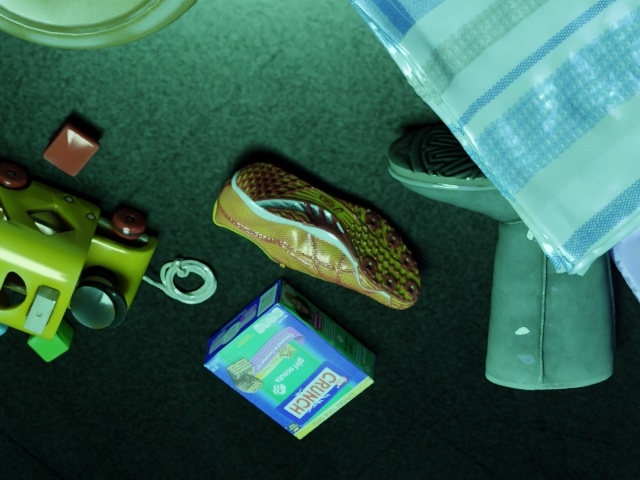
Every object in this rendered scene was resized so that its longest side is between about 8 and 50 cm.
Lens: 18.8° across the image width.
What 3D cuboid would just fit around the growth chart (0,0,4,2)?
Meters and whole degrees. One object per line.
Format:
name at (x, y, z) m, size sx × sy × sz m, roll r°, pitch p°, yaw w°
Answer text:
growth chart at (-0.278, -0.213, 1.342) m, size 0.172 × 0.021 × 0.237 m, roll 46°, pitch 143°, yaw -21°

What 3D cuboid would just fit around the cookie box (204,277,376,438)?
cookie box at (-0.024, 0.096, 1.561) m, size 0.107 × 0.040 × 0.092 m, roll 39°, pitch 119°, yaw -19°

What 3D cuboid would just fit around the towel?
towel at (0.173, -0.134, 1.345) m, size 0.209 × 0.034 × 0.285 m, roll -38°, pitch 111°, yaw 6°

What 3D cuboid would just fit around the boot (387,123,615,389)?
boot at (0.140, 0.017, 1.476) m, size 0.189 × 0.076 × 0.208 m, roll 6°, pitch 130°, yaw 4°

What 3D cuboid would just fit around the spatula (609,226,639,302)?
spatula at (0.332, 0.096, 1.525) m, size 0.084 × 0.030 × 0.296 m, roll -28°, pitch 117°, yaw 20°

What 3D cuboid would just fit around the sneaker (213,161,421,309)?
sneaker at (0.000, 0.000, 1.491) m, size 0.175 × 0.064 × 0.067 m, roll 32°, pitch 142°, yaw -9°

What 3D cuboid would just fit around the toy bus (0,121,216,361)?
toy bus at (-0.211, 0.024, 1.495) m, size 0.202 × 0.104 × 0.191 m, roll -17°, pitch 121°, yaw 18°

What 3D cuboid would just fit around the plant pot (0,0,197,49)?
plant pot at (-0.182, -0.232, 1.362) m, size 0.236 × 0.032 × 0.236 m, roll 3°, pitch 124°, yaw 4°
